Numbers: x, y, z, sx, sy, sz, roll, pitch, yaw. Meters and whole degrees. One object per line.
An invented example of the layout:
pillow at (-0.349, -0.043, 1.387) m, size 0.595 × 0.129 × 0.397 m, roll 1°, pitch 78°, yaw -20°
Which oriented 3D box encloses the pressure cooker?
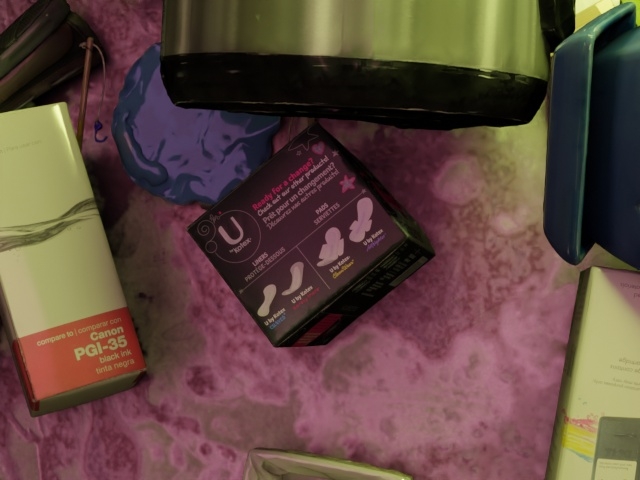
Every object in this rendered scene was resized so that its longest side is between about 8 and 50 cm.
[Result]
pressure cooker at (0.039, -0.316, 1.166) m, size 0.370 × 0.375 × 0.420 m, roll 6°, pitch 94°, yaw 47°

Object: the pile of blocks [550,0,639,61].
pile of blocks at (0.396, -0.203, 1.248) m, size 0.362 × 0.112 × 0.149 m, roll -3°, pitch 85°, yaw 11°

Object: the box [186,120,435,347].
box at (0.000, 0.000, 1.242) m, size 0.163 × 0.247 × 0.142 m, roll -40°, pitch 81°, yaw 6°

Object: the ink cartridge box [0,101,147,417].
ink cartridge box at (-0.278, 0.025, 1.307) m, size 0.117 × 0.207 × 0.283 m, roll -16°, pitch 82°, yaw -15°

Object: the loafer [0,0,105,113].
loafer at (-0.365, -0.137, 1.403) m, size 0.302 × 0.109 × 0.095 m, roll -43°, pitch 118°, yaw 5°

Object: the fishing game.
fishing game at (-0.132, -0.128, 1.382) m, size 0.264 × 0.041 × 0.189 m, roll 2°, pitch 92°, yaw 3°

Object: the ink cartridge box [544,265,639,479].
ink cartridge box at (0.275, 0.208, 1.192) m, size 0.119 × 0.207 × 0.353 m, roll 10°, pitch 89°, yaw 9°

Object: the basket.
basket at (0.007, 0.274, 1.294) m, size 0.167 × 0.103 × 0.113 m, roll 10°, pitch 87°, yaw 11°

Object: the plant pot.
plant pot at (0.318, -0.092, 1.121) m, size 0.212 × 0.236 × 0.236 m, roll 7°, pitch 110°, yaw 21°
